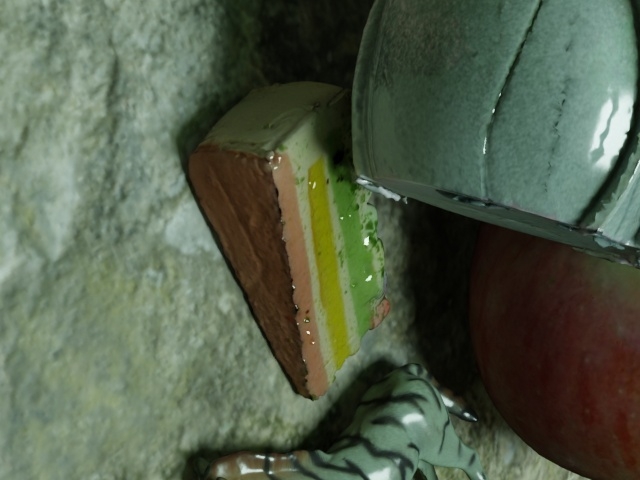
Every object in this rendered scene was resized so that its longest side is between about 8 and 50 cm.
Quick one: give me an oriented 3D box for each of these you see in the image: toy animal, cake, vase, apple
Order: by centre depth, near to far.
[{"bbox_3d":[0.176,-0.220,0.974,0.250,0.250,0.445,19,86,-43],"label":"vase"},{"bbox_3d":[-0.018,-0.005,1.049,0.109,0.090,0.225,-46,139,-37],"label":"cake"},{"bbox_3d":[0.031,0.196,1.065,0.255,0.090,0.170,-23,102,-45],"label":"toy animal"},{"bbox_3d":[0.277,0.041,1.157,0.345,0.345,0.269,-48,144,-33],"label":"apple"}]
